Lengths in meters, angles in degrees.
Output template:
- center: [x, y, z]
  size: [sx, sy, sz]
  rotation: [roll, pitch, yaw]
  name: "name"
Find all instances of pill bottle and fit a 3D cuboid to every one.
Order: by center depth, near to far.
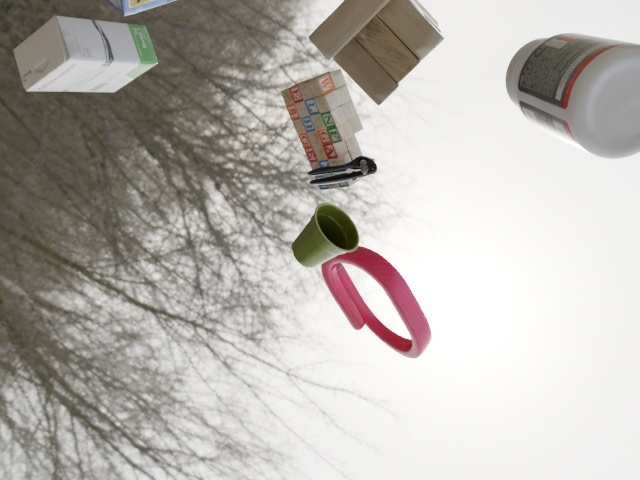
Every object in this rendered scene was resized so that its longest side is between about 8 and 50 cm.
- center: [0.526, -0.310, 1.342]
  size: [0.210, 0.210, 0.363]
  rotation: [-41, -158, 9]
  name: "pill bottle"

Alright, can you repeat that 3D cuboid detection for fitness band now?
- center: [0.115, 0.125, 1.342]
  size: [0.209, 0.291, 0.054]
  rotation: [4, -137, 51]
  name: "fitness band"

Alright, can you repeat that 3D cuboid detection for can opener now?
- center: [0.059, -0.176, 1.714]
  size: [0.186, 0.059, 0.073]
  rotation: [-16, 175, -7]
  name: "can opener"

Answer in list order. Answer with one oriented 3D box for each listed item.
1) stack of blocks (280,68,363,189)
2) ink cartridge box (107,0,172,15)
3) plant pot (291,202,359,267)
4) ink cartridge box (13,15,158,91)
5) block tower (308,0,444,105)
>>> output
- center: [0.026, -0.292, 1.776]
  size: [0.087, 0.297, 0.171]
  rotation: [-34, -160, -33]
  name: "stack of blocks"
- center: [-0.166, -0.535, 0.981]
  size: [0.395, 0.151, 0.270]
  rotation: [-32, 154, -28]
  name: "ink cartridge box"
- center: [0.000, 0.000, 0.964]
  size: [0.079, 0.083, 0.083]
  rotation: [-39, -158, 36]
  name: "plant pot"
- center: [-0.468, -0.367, 1.321]
  size: [0.160, 0.092, 0.219]
  rotation: [-18, 179, 35]
  name: "ink cartridge box"
- center: [0.075, -0.237, 0.746]
  size: [0.091, 0.097, 0.335]
  rotation: [-43, -172, 21]
  name: "block tower"
